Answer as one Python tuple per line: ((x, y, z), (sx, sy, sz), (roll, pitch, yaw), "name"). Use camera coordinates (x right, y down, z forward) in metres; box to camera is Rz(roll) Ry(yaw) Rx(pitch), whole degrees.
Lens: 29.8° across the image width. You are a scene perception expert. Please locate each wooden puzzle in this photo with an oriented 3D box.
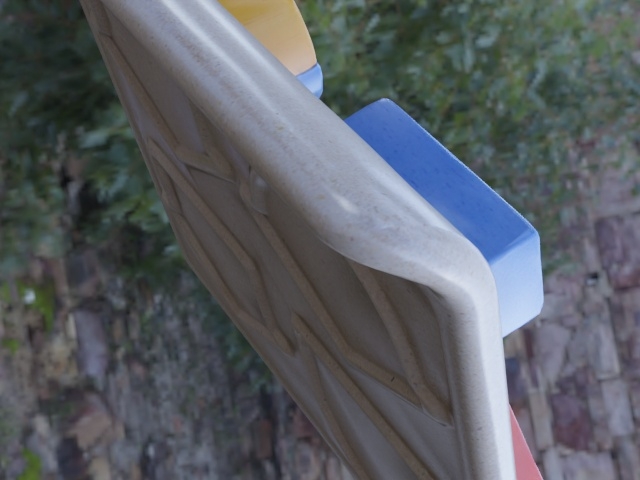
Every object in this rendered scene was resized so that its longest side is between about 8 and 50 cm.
((0.000, 0.000, 0.531), (0.322, 0.080, 0.348), (48, -13, 39), "wooden puzzle")
